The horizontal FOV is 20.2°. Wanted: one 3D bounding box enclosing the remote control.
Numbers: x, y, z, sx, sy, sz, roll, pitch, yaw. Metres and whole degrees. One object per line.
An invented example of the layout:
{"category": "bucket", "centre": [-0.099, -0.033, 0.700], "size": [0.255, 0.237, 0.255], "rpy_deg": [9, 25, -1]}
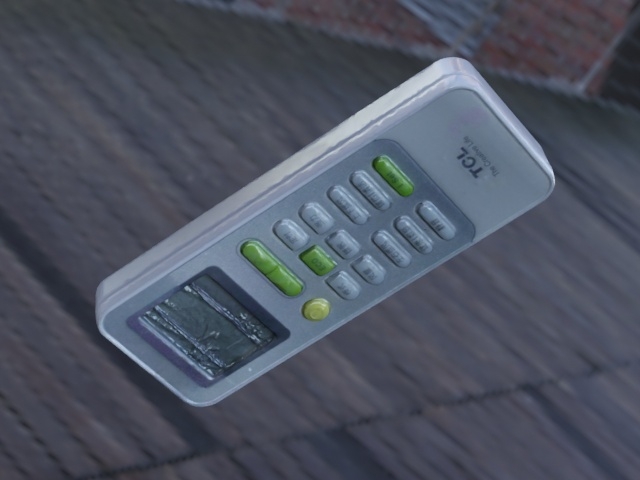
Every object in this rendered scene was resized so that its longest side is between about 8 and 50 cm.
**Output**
{"category": "remote control", "centre": [0.000, 0.000, 0.973], "size": [0.103, 0.250, 0.034], "rpy_deg": [45, 22, -37]}
